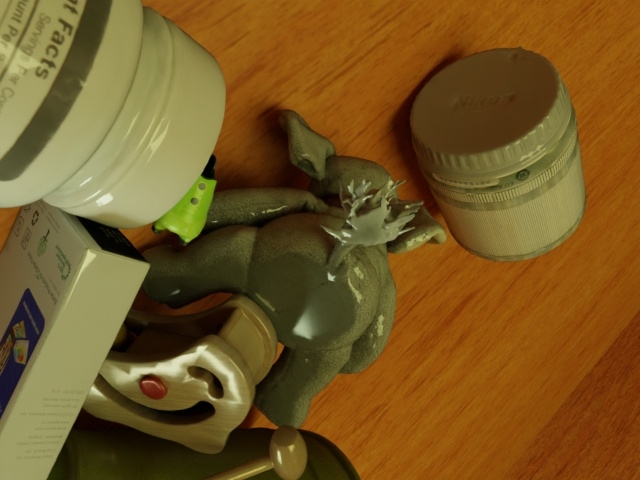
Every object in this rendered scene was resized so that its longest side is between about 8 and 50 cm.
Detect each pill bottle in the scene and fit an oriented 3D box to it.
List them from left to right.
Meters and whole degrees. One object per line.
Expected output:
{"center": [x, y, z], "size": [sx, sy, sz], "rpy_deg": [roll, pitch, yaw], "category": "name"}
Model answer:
{"center": [-0.243, -0.141, 0.323], "size": [0.361, 0.204, 0.204], "rpy_deg": [28, 94, -51], "category": "pill bottle"}

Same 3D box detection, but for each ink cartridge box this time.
{"center": [-0.277, 0.124, 0.485], "size": [0.065, 0.165, 0.332], "rpy_deg": [23, 98, -47], "category": "ink cartridge box"}

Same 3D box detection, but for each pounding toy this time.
{"center": [-0.138, 0.144, 0.516], "size": [0.155, 0.270, 0.154], "rpy_deg": [-61, 163, -56], "category": "pounding toy"}

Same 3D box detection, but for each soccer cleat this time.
{"center": [-0.128, -0.061, 0.501], "size": [0.060, 0.179, 0.072], "rpy_deg": [25, 104, -31], "category": "soccer cleat"}

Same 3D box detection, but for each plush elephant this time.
{"center": [0.000, 0.000, 0.637], "size": [0.330, 0.272, 0.255], "rpy_deg": [-42, -172, 31], "category": "plush elephant"}

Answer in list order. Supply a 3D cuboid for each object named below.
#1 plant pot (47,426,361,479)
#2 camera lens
{"center": [-0.184, 0.371, 0.623], "size": [0.353, 0.366, 0.366], "rpy_deg": [31, 92, -36], "category": "plant pot"}
{"center": [0.270, -0.114, 0.811], "size": [0.219, 0.219, 0.274], "rpy_deg": [-49, 138, -9], "category": "camera lens"}
